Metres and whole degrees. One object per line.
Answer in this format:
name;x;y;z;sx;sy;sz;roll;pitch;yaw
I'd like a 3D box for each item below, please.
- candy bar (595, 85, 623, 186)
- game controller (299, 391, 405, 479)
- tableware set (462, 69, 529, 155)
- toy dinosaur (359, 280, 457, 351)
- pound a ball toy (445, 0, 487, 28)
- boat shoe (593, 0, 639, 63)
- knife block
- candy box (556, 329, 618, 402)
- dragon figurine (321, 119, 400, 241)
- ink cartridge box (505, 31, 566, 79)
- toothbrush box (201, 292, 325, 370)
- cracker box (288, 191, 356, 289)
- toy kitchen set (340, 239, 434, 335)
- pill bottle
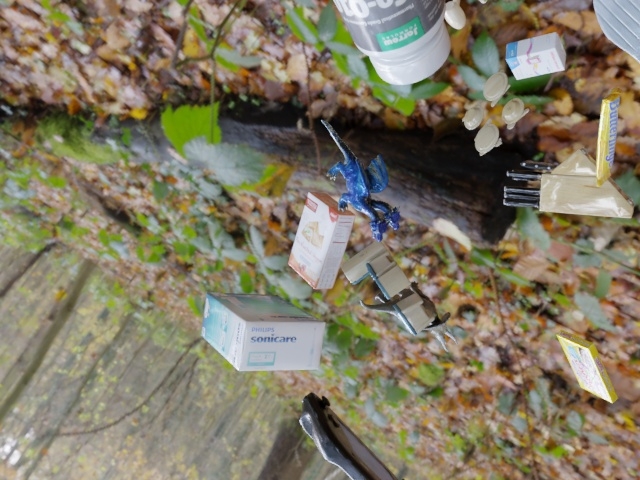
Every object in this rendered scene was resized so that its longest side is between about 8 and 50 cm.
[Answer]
candy bar;0.427;-0.153;0.952;0.018;0.040;0.162;31;148;40
game controller;0.081;0.390;1.092;0.319;0.067;0.166;50;171;-26
tableware set;0.365;-0.270;1.359;0.020;0.141;0.169;17;-140;-32
toy dinosaur;0.254;0.186;1.786;0.313;0.121;0.160;25;-172;-35
pound a ball toy;0.394;-0.712;1.571;0.208;0.320;0.135;-5;166;36
boat shoe;0.728;-0.462;1.429;0.302;0.094;0.109;59;143;13
knife block;0.604;-0.105;1.612;0.276;0.242;0.088;51;-151;11
candy box;0.682;0.322;1.639;0.206;0.027;0.105;57;167;-25
dragon figurine;0.095;-0.142;1.432;0.144;0.085;0.290;-4;101;51
ink cartridge box;0.531;-0.453;1.578;0.122;0.052;0.088;-6;153;35
toothbrush box;-0.153;0.226;1.632;0.216;0.126;0.295;5;-174;-30
cracker box;0.000;0.000;1.797;0.067;0.233;0.155;2;-155;-37
toy kitchen set;0.161;0.126;1.564;0.166;0.122;0.207;54;-176;-24
pill bottle;0.128;-0.494;1.261;0.204;0.204;0.361;22;161;38
